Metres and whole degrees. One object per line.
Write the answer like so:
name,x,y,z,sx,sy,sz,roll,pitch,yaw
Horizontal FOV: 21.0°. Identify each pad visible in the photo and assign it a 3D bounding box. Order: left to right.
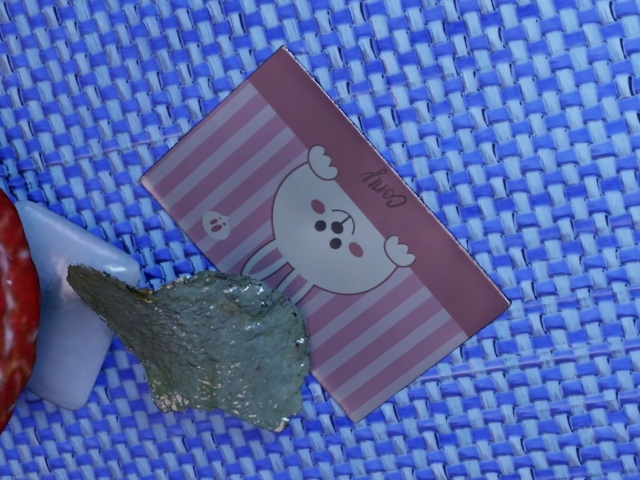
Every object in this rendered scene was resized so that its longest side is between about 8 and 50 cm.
pad,0.000,0.000,1.518,0.202,0.005,0.300,-40,92,28

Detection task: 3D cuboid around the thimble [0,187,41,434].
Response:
thimble,-0.434,0.062,1.541,0.350,0.231,0.350,6,100,36

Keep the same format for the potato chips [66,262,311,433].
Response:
potato chips,-0.120,0.084,1.527,0.228,0.059,0.167,9,127,-1

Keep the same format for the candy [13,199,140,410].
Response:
candy,-0.252,0.063,1.597,0.138,0.071,0.174,29,116,8
